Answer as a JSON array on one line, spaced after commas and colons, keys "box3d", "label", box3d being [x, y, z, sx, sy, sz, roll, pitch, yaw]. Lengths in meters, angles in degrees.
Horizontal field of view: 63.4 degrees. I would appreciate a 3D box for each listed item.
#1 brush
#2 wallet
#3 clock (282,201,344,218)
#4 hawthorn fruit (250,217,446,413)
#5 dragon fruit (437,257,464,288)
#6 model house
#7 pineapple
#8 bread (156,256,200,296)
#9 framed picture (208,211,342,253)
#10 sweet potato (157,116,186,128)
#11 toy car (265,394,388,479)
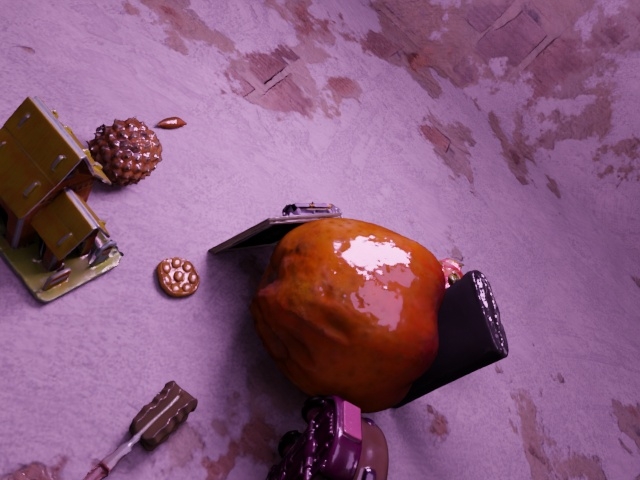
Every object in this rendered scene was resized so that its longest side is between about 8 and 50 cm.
[{"box3d": [-0.361, 0.389, 0.985, 0.084, 0.071, 0.301, 39, 43, 8], "label": "brush"}, {"box3d": [0.294, 0.264, 1.338, 0.062, 0.406, 0.229, 11, 53, -29], "label": "wallet"}, {"box3d": [0.000, 0.000, 1.540, 0.186, 0.083, 0.254, -2, 61, -39], "label": "clock"}, {"box3d": [0.055, 0.173, 1.233, 0.471, 0.472, 0.472, 20, 49, -25], "label": "hawthorn fruit"}, {"box3d": [0.350, 0.180, 1.568, 0.303, 0.230, 0.237, 62, 21, -53], "label": "dragon fruit"}, {"box3d": [-0.559, -0.073, 0.980, 0.300, 0.323, 0.340, 50, 43, 4], "label": "model house"}, {"box3d": [-0.490, -0.207, 1.262, 0.166, 0.166, 0.193, 42, 54, -5], "label": "pineapple"}, {"box3d": [-0.343, 0.087, 1.250, 0.110, 0.024, 0.110, 22, 48, -26], "label": "bread"}, {"box3d": [-0.118, -0.016, 1.315, 0.231, 0.293, 0.018, -7, 79, -40], "label": "framed picture"}, {"box3d": [-0.428, -0.339, 1.491, 0.095, 0.034, 0.034, -17, 71, -47], "label": "sweet potato"}, {"box3d": [0.030, 0.493, 1.019, 0.240, 0.341, 0.271, 29, 23, -9], "label": "toy car"}]
